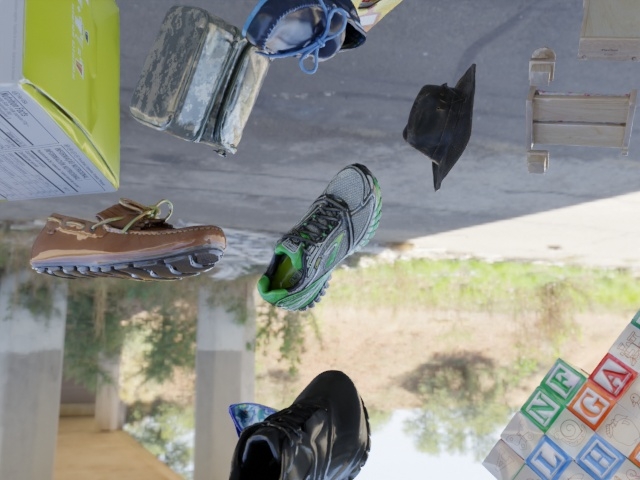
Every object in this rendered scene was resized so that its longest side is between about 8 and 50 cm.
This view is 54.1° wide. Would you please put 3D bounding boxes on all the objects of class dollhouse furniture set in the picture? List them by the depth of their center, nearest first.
[{"bbox_3d":[0.575,-0.300,1.234,0.303,0.173,0.355,8,146,22],"label":"dollhouse furniture set"}]

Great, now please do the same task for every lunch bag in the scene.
[{"bbox_3d":[-0.106,0.391,1.301,0.151,0.096,0.129,21,166,37],"label":"lunch bag"},{"bbox_3d":[-0.260,-0.372,1.480,0.213,0.305,0.256,25,-174,40],"label":"lunch bag"}]

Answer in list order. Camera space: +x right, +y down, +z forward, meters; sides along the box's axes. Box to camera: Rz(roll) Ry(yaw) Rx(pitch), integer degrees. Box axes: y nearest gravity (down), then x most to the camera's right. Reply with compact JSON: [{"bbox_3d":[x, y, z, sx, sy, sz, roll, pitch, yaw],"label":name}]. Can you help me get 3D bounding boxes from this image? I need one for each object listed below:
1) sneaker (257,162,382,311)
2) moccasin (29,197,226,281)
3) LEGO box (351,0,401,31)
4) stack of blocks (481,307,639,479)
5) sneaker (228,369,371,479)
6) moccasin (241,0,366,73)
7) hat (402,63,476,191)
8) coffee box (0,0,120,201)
[{"bbox_3d":[0.000,0.000,1.247,0.134,0.343,0.146,36,-169,26],"label":"sneaker"},{"bbox_3d":[-0.320,-0.008,1.043,0.380,0.146,0.139,-2,165,34],"label":"moccasin"},{"bbox_3d":[0.100,-0.752,1.458,0.193,0.372,0.500,-12,180,-22],"label":"LEGO box"},{"bbox_3d":[0.357,0.216,0.754,0.087,0.297,0.171,23,-167,-45],"label":"stack of blocks"},{"bbox_3d":[-0.026,0.230,0.679,0.109,0.130,0.286,-10,-154,25],"label":"sneaker"},{"bbox_3d":[-0.001,-0.369,1.063,0.138,0.117,0.342,-46,177,37],"label":"moccasin"},{"bbox_3d":[0.280,-0.295,1.563,0.134,0.331,0.331,16,169,-4],"label":"hat"},{"bbox_3d":[-0.480,-0.261,0.838,0.335,0.337,0.338,-5,165,-1],"label":"coffee box"}]
